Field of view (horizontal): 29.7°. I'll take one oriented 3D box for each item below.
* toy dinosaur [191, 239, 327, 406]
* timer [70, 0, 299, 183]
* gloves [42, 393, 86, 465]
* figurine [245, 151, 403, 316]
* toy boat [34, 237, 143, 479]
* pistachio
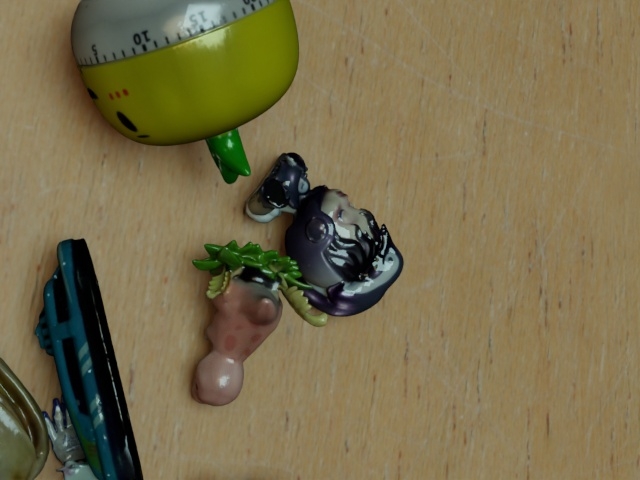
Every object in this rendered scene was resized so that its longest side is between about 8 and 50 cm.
[{"bbox_3d":[-0.107,0.098,1.474,0.152,0.194,0.177,27,51,-32],"label":"toy dinosaur"},{"bbox_3d":[-0.141,-0.189,1.430,0.285,0.285,0.285,3,84,-28],"label":"timer"},{"bbox_3d":[-0.293,0.223,1.431,0.064,0.026,0.086,-18,88,-29],"label":"gloves"},{"bbox_3d":[0.000,0.000,1.554,0.222,0.145,0.145,43,67,-6],"label":"figurine"},{"bbox_3d":[-0.279,0.148,1.385,0.092,0.134,0.299,-15,79,-4],"label":"toy boat"},{"bbox_3d":[-0.386,0.198,1.339,0.131,0.129,0.206,-34,99,20],"label":"pistachio"}]
